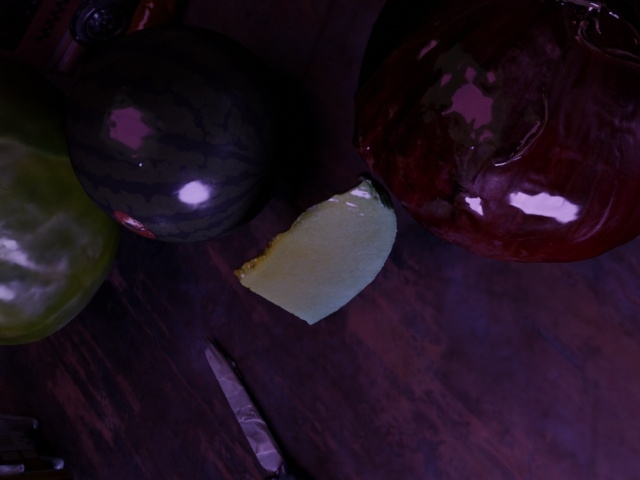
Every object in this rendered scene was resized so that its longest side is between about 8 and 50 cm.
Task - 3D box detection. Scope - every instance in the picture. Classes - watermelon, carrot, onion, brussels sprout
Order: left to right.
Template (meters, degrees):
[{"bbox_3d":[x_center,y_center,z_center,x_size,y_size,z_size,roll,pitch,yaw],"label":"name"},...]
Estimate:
[{"bbox_3d":[-0.377,-0.059,0.876,0.355,0.289,0.281,41,83,0],"label":"brussels sprout"},{"bbox_3d":[-0.209,-0.212,0.946,0.059,0.059,0.247,44,113,31],"label":"carrot"},{"bbox_3d":[-0.136,-0.101,0.785,0.212,0.212,0.212,0,89,40],"label":"watermelon"},{"bbox_3d":[0.139,-0.121,0.558,0.221,0.281,0.280,12,100,-4],"label":"onion"}]

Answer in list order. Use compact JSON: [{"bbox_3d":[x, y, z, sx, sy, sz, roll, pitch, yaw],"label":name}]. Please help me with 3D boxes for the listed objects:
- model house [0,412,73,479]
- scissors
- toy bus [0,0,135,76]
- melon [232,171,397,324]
[{"bbox_3d":[-0.426,0.354,1.028,0.215,0.199,0.224,21,104,51],"label":"model house"},{"bbox_3d":[-0.050,0.218,0.831,0.109,0.022,0.300,-47,61,25],"label":"scissors"},{"bbox_3d":[-0.282,-0.401,0.891,0.427,0.233,0.203,-49,61,29],"label":"toy bus"},{"bbox_3d":[0.000,0.000,0.691,0.262,0.114,0.053,129,148,-59],"label":"melon"}]
